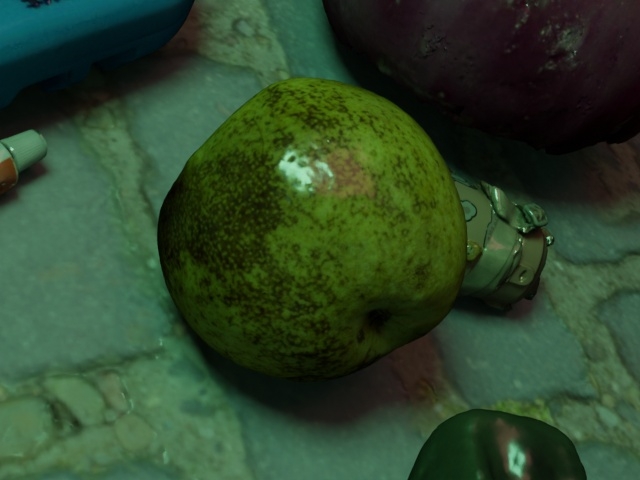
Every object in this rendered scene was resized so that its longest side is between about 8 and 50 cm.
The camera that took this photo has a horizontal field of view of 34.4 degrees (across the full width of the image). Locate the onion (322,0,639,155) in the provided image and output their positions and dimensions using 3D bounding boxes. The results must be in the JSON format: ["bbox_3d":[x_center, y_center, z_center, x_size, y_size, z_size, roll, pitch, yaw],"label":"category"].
[{"bbox_3d":[0.171,-0.256,0.911,0.358,0.345,0.358,-3,30,2],"label":"onion"}]

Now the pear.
[{"bbox_3d":[0.000,0.000,0.672,0.197,0.197,0.197,16,48,-18],"label":"pear"}]

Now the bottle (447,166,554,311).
[{"bbox_3d":[0.114,-0.002,0.808,0.152,0.099,0.099,20,46,-16],"label":"bottle"}]

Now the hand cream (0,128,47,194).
[{"bbox_3d":[-0.261,-0.017,0.648,0.052,0.038,0.216,29,45,29],"label":"hand cream"}]

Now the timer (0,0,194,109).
[{"bbox_3d":[-0.272,-0.231,0.757,0.309,0.115,0.340,46,46,12],"label":"timer"}]

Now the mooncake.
[{"bbox_3d":[0.106,0.175,0.542,0.104,0.168,0.175,8,60,-18],"label":"mooncake"}]
